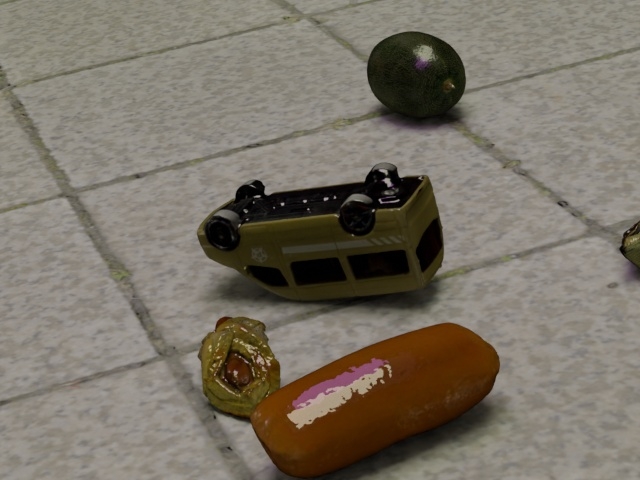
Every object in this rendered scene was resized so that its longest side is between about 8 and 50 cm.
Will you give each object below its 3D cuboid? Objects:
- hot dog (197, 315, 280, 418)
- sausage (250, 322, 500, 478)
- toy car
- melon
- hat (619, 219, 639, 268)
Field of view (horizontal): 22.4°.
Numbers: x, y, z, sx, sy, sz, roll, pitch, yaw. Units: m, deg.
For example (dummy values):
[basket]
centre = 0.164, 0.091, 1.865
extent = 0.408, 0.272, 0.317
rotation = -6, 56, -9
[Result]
[hot dog]
centre = -0.083, 0.111, 1.568
extent = 0.078, 0.061, 0.169
rotation = -13, 25, -8
[sausage]
centre = 0.051, 0.139, 1.432
extent = 0.238, 0.098, 0.098
rotation = -22, 28, -23
[toy car]
centre = 0.000, 0.000, 1.715
extent = 0.256, 0.124, 0.101
rotation = -6, 23, 27
[melon]
centre = 0.129, -0.222, 2.154
extent = 0.114, 0.114, 0.167
rotation = -21, 25, -25
[hat]
centre = 0.353, 0.003, 1.667
extent = 0.076, 0.059, 0.077
rotation = -36, 3, 24
